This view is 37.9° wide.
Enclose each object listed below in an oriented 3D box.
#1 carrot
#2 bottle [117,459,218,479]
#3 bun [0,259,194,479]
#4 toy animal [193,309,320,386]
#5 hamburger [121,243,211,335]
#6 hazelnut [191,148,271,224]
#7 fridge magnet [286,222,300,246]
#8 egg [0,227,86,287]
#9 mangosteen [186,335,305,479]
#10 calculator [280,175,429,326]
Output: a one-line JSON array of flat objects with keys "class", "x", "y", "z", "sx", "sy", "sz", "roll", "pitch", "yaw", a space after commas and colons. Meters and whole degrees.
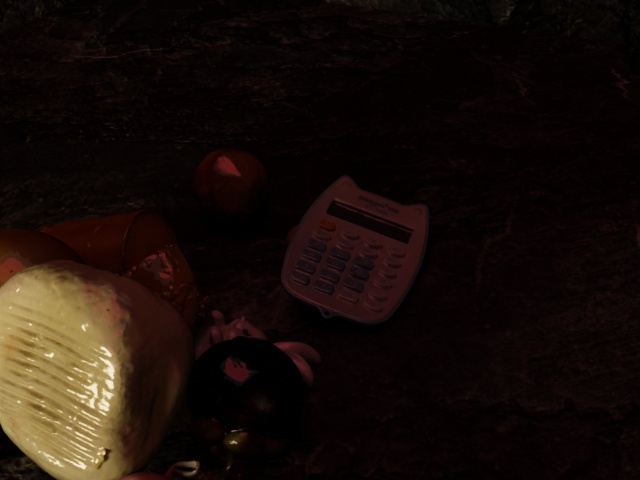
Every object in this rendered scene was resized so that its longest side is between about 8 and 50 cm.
[{"class": "carrot", "x": -0.440, "y": 0.042, "z": 1.898, "sx": 0.254, "sy": 0.196, "sz": 0.196, "roll": -4, "pitch": 31, "yaw": 24}, {"class": "bottle", "x": -0.199, "y": 0.409, "z": 1.215, "sx": 0.206, "sy": 0.173, "sz": 0.297, "roll": -41, "pitch": 21, "yaw": -8}, {"class": "bun", "x": -0.343, "y": 0.196, "z": 1.411, "sx": 0.361, "sy": 0.361, "sz": 0.213, "roll": 16, "pitch": 11, "yaw": 31}, {"class": "toy animal", "x": -0.112, "y": 0.185, "z": 1.629, "sx": 0.221, "sy": 0.130, "sz": 0.104, "roll": -3, "pitch": 10, "yaw": 1}, {"class": "hamburger", "x": -0.310, "y": 0.147, "z": 1.605, "sx": 0.245, "sy": 0.282, "sz": 0.155, "roll": 0, "pitch": -5, "yaw": 8}, {"class": "hazelnut", "x": -0.197, "y": -0.111, "z": 2.078, "sx": 0.182, "sy": 0.182, "sz": 0.182, "roll": -5, "pitch": 33, "yaw": 3}, {"class": "fridge magnet", "x": 0.000, "y": 0.000, "z": 1.953, "sx": 0.143, "sy": 0.063, "sz": 0.143, "roll": -3, "pitch": 33, "yaw": 2}, {"class": "egg", "x": -0.557, "y": 0.120, "z": 1.655, "sx": 0.351, "sy": 0.282, "sz": 0.282, "roll": -9, "pitch": 28, "yaw": 29}, {"class": "mangosteen", "x": -0.120, "y": 0.267, "z": 1.472, "sx": 0.194, "sy": 0.194, "sz": 0.230, "roll": 0, "pitch": 68, "yaw": 10}, {"class": "calculator", "x": 0.070, "y": 0.026, "z": 1.846, "sx": 0.256, "sy": 0.054, "sz": 0.386, "roll": 21, "pitch": 42, "yaw": 7}]
